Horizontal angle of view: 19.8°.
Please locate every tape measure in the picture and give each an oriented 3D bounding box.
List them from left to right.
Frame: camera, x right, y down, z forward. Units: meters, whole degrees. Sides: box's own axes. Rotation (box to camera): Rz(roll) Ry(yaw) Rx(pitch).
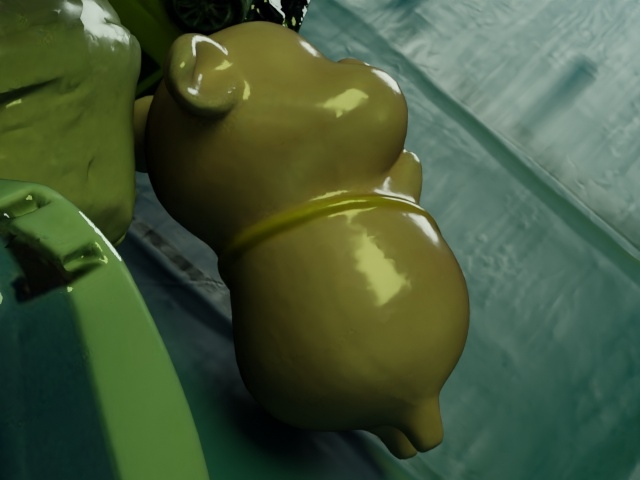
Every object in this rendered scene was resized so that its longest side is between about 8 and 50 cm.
[{"bbox_3d":[-0.154,0.111,0.668,0.138,0.262,0.259,-26,112,-45],"label":"tape measure"}]

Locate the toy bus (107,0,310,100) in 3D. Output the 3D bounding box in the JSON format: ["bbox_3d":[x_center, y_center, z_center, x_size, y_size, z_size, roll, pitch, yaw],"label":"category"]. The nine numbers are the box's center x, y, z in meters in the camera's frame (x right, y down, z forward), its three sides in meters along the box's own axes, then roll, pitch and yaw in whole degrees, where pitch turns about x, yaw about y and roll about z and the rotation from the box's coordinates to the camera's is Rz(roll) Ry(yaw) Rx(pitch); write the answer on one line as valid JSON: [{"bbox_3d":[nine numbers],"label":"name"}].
[{"bbox_3d":[-0.137,-0.192,1.049,0.262,0.150,0.128,43,37,-21],"label":"toy bus"}]

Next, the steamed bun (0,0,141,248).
[{"bbox_3d":[-0.229,-0.107,0.888,0.320,0.206,0.275,12,41,-33],"label":"steamed bun"}]

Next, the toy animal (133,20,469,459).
[{"bbox_3d":[-0.002,0.001,0.978,0.149,0.165,0.248,-30,85,-32],"label":"toy animal"}]
